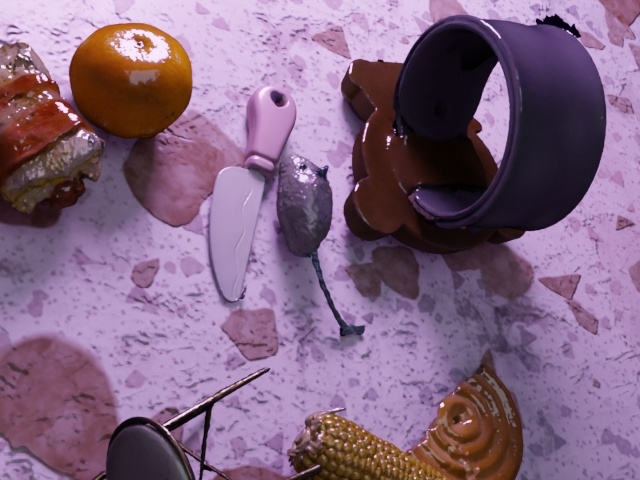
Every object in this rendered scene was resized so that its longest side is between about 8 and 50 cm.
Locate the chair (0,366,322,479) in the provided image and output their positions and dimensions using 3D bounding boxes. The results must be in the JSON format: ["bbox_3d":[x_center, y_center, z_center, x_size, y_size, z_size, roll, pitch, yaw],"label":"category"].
[{"bbox_3d":[-0.175,0.254,1.087,0.326,0.170,0.159,-14,74,-45],"label":"chair"}]

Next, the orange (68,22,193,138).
[{"bbox_3d":[-0.234,-0.194,1.338,0.155,0.134,0.154,8,43,-7],"label":"orange"}]

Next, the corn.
[{"bbox_3d":[0.080,0.288,1.272,0.260,0.091,0.091,30,32,-15],"label":"corn"}]

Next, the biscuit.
[{"bbox_3d":[0.200,0.266,1.401,0.144,0.033,0.224,51,49,3],"label":"biscuit"}]

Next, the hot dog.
[{"bbox_3d":[-0.341,-0.124,1.243,0.146,0.103,0.213,-27,69,-19],"label":"hot dog"}]

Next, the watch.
[{"bbox_3d":[0.208,-0.168,1.471,0.314,0.327,0.335,2,62,-33],"label":"watch"}]

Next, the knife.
[{"bbox_3d":[-0.096,-0.074,1.407,0.081,0.043,0.336,27,53,-19],"label":"knife"}]

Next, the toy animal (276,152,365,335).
[{"bbox_3d":[-0.004,0.003,1.395,0.079,0.070,0.253,-13,78,-20],"label":"toy animal"}]
